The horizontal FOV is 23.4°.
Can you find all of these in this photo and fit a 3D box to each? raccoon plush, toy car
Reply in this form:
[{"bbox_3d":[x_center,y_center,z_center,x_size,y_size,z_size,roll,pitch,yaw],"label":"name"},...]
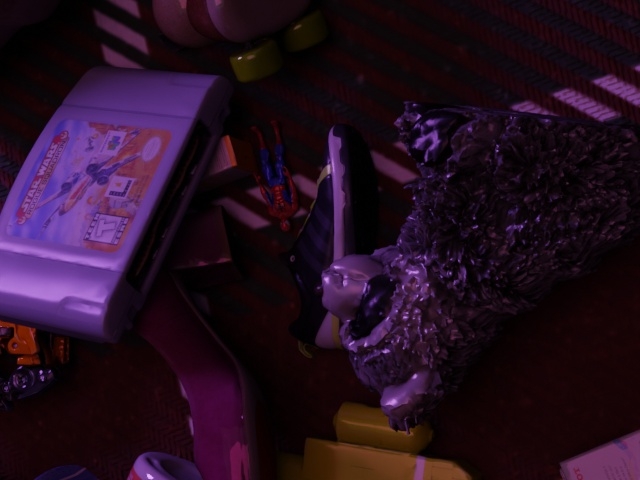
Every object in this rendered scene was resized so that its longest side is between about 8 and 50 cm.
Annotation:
[{"bbox_3d":[0.219,0.039,1.408,0.446,0.216,0.299,8,97,20],"label":"raccoon plush"},{"bbox_3d":[-0.112,-0.248,1.581,0.188,0.149,0.155,-3,117,44],"label":"toy car"}]

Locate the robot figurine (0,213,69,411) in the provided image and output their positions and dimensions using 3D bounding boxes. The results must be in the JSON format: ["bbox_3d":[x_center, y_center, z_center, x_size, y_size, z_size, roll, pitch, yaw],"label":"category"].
[{"bbox_3d":[-0.388,0.077,1.676,0.291,0.085,0.211,0,87,20],"label":"robot figurine"}]

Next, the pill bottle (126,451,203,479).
[{"bbox_3d":[-0.173,0.337,1.559,0.124,0.124,0.221,26,94,19],"label":"pill bottle"}]

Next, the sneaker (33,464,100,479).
[{"bbox_3d":[-0.359,0.294,1.597,0.315,0.127,0.182,-47,63,39],"label":"sneaker"}]

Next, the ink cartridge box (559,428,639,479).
[{"bbox_3d":[0.297,0.225,1.436,0.122,0.052,0.088,-25,78,15],"label":"ink cartridge box"}]

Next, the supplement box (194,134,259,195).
[{"bbox_3d":[-0.122,-0.074,1.602,0.098,0.062,0.036,-20,80,17],"label":"supplement box"}]

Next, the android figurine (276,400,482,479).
[{"bbox_3d":[0.059,0.288,1.518,0.273,0.056,0.248,9,89,22],"label":"android figurine"}]

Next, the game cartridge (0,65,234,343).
[{"bbox_3d":[-0.224,-0.046,1.563,0.198,0.062,0.297,10,67,30],"label":"game cartridge"}]

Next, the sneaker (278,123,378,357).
[{"bbox_3d":[0.000,0.000,1.541,0.097,0.084,0.235,-2,86,21],"label":"sneaker"}]

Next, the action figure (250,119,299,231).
[{"bbox_3d":[-0.046,-0.065,1.593,0.038,0.030,0.115,-15,83,13],"label":"action figure"}]

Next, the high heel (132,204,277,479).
[{"bbox_3d":[-0.151,0.145,1.533,0.181,0.127,0.377,-14,57,5],"label":"high heel"}]

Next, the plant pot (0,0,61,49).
[{"bbox_3d":[-0.420,-0.261,1.645,0.263,0.263,0.229,43,118,17],"label":"plant pot"}]
